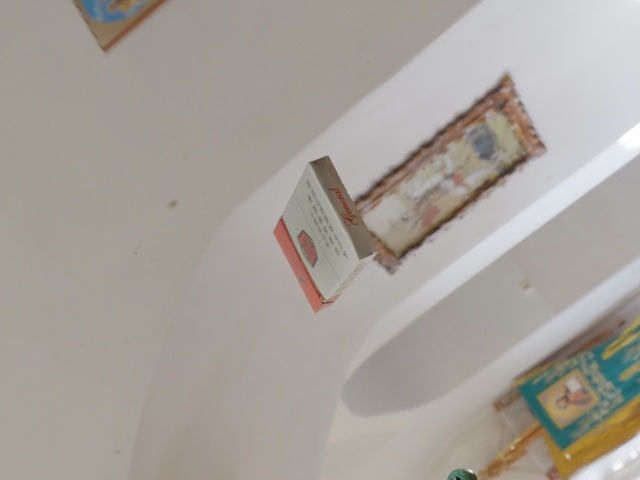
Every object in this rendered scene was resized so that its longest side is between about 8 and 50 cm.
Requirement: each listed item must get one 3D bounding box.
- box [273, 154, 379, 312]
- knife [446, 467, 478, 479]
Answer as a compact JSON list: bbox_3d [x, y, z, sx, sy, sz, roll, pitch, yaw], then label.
[{"bbox_3d":[0.000,0.000,1.127,0.139,0.035,0.245,63,159,10],"label":"box"},{"bbox_3d":[0.200,0.492,1.413,0.034,0.260,0.063,11,-173,-37],"label":"knife"}]
